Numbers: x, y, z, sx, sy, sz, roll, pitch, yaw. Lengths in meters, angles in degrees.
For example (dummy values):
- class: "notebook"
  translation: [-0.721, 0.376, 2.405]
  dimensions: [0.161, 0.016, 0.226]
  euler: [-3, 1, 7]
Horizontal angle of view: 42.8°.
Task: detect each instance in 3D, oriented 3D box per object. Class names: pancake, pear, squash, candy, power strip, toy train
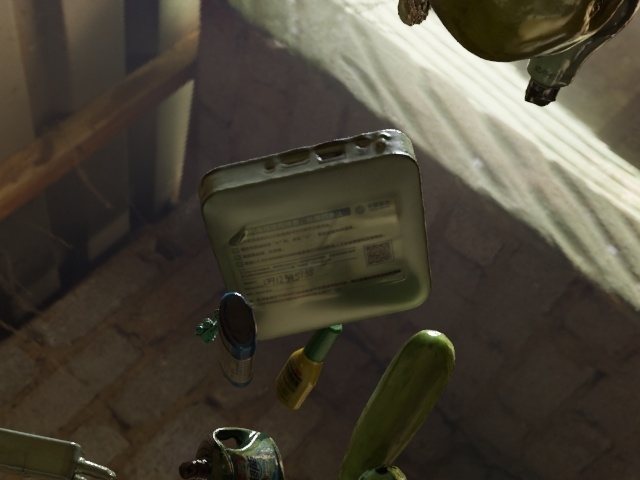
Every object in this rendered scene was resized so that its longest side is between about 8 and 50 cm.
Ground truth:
- class: "pancake"
  translation: [0.196, -0.517, 1.434]
  dimensions: [0.282, 0.049, 0.282]
  euler: [-61, -14, -26]
- class: "pear"
  translation: [0.260, -0.402, 1.129]
  dimensions: [0.287, 0.375, 0.287]
  euler: [-29, -44, -32]
- class: "squash"
  translation: [0.141, 0.339, 1.571]
  dimensions: [0.371, 0.118, 0.118]
  euler: [-60, -14, -1]
- class: "candy"
  translation: [0.015, 0.463, 1.424]
  dimensions: [0.305, 0.083, 0.091]
  euler: [-10, -52, -22]
- class: "power strip"
  translation: [-0.415, 0.286, 1.096]
  dimensions: [0.093, 0.288, 0.053]
  euler: [119, 163, -65]
- class: "toy train"
  translation: [-0.205, 0.164, 1.610]
  dimensions: [0.092, 0.045, 0.029]
  euler: [-38, 7, 2]

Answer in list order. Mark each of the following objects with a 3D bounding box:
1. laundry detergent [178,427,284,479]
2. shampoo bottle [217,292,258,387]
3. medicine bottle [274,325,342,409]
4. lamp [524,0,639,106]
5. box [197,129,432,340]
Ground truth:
- class: "laundry detergent"
  translation: [-0.168, 0.408, 1.489]
  dimensions: [0.078, 0.144, 0.221]
  euler: [-35, -37, 30]
- class: "shampoo bottle"
  translation: [-0.118, 0.150, 1.151]
  dimensions: [0.050, 0.087, 0.183]
  euler: [-14, -27, -15]
- class: "medicine bottle"
  translation: [-0.026, 0.270, 1.819]
  dimensions: [0.064, 0.095, 0.260]
  euler: [3, -47, -36]
- class: "lamp"
  translation: [0.430, -0.380, 1.439]
  dimensions: [0.182, 0.182, 0.314]
  euler: [-28, -28, -59]
- class: "box"
  translation: [0.001, -0.001, 1.531]
  dimensions: [0.395, 0.111, 0.397]
  euler: [-12, -48, -1]
